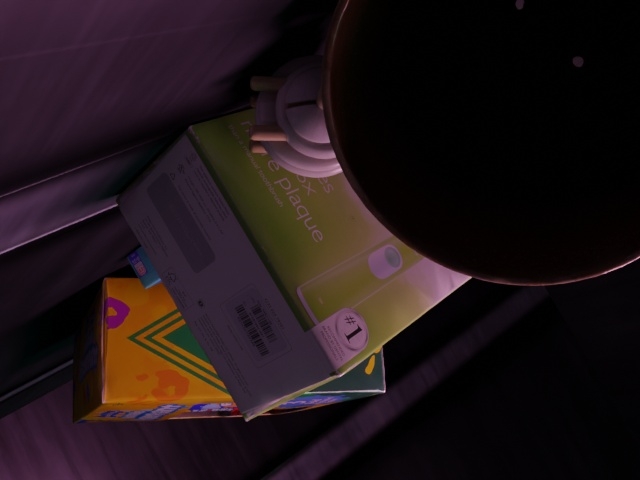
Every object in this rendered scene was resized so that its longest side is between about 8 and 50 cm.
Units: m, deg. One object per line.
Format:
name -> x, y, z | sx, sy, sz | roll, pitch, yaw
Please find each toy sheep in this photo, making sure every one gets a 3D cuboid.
toy sheep -> -0.005, -0.084, 0.544 | 0.091, 0.091, 0.132 | -30, -175, -3

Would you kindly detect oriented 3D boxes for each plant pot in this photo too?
plant pot -> 0.142, -0.121, 0.513 | 0.215, 0.215, 0.230 | -32, -170, 34

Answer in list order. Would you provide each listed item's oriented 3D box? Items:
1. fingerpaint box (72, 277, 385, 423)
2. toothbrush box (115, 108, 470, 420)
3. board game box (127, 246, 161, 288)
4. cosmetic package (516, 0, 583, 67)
fingerpaint box -> -0.165, 0.182, 1.206 | 0.371, 0.163, 0.445 | 3, 164, -22
toothbrush box -> 0.007, -0.012, 0.689 | 0.122, 0.206, 0.283 | -34, 175, 40
board game box -> -0.098, -0.028, 0.921 | 0.210, 0.047, 0.160 | -32, 177, 35
cosmetic package -> 0.246, -0.182, 0.718 | 0.151, 0.151, 0.183 | -30, 178, 19
